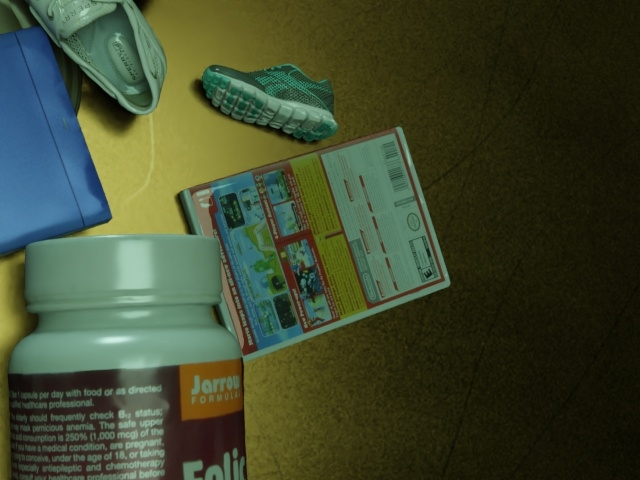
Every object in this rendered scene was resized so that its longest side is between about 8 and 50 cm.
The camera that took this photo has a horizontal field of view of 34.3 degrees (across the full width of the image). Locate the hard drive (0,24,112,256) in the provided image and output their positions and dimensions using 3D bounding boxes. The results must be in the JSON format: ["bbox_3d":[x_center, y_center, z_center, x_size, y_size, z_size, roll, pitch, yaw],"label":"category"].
[{"bbox_3d":[-0.387,-0.069,0.992,0.319,0.040,0.210,-20,88,-23],"label":"hard drive"}]

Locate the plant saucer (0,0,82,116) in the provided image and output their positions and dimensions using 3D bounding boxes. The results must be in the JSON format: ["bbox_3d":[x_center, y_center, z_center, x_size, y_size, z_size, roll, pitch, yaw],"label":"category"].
[{"bbox_3d":[-0.381,-0.173,1.056,0.278,0.041,0.277,3,83,-23],"label":"plant saucer"}]

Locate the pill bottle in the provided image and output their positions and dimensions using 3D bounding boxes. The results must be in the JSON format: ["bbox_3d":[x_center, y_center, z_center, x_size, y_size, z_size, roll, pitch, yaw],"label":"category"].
[{"bbox_3d":[-0.182,0.196,0.999,0.224,0.224,0.392,-1,86,-22],"label":"pill bottle"}]

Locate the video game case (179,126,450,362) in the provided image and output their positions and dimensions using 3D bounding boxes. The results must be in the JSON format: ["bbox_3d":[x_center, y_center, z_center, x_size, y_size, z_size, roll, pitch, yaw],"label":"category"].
[{"bbox_3d":[0.000,0.000,1.201,0.285,0.025,0.204,-18,92,-23],"label":"video game case"}]

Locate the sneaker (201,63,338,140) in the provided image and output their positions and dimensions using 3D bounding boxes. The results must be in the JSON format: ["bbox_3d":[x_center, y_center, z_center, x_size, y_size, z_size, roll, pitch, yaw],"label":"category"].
[{"bbox_3d":[-0.056,-0.172,1.186,0.166,0.065,0.076,19,61,-23],"label":"sneaker"}]

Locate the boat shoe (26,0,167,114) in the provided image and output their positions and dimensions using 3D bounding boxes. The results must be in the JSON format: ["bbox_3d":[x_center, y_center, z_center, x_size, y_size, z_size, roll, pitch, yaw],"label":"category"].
[{"bbox_3d":[-0.237,-0.240,1.029,0.098,0.096,0.277,-32,127,8],"label":"boat shoe"}]
